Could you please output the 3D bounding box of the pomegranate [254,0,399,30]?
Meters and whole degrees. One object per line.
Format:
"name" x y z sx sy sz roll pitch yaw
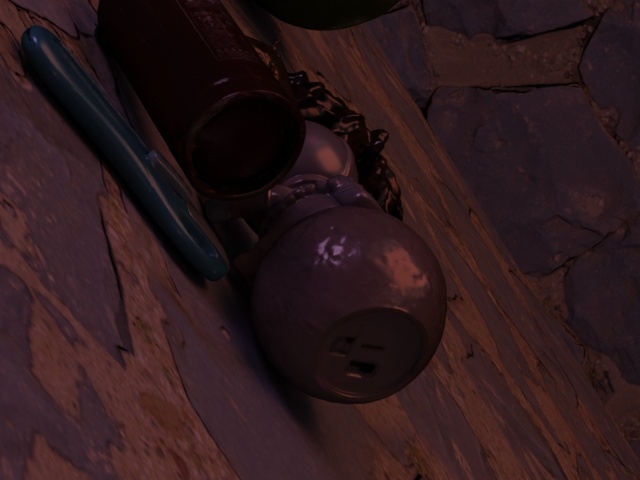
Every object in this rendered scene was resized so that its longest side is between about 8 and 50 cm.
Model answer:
"pomegranate" -0.044 -0.388 2.151 0.358 0.216 0.310 -27 84 -50

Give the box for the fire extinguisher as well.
"fire extinguisher" -0.102 -0.137 1.307 0.105 0.105 0.269 48 5 -43

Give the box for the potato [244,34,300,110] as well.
"potato" -0.059 -0.142 1.600 0.172 0.089 0.100 44 16 -52

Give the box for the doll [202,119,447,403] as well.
"doll" 0.000 0.000 1.325 0.151 0.151 0.287 50 9 -36

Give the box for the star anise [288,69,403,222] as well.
"star anise" 0.022 -0.078 1.750 0.223 0.109 0.236 62 4 -17

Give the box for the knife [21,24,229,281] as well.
"knife" -0.128 -0.059 1.185 0.222 0.031 0.064 53 11 -25
